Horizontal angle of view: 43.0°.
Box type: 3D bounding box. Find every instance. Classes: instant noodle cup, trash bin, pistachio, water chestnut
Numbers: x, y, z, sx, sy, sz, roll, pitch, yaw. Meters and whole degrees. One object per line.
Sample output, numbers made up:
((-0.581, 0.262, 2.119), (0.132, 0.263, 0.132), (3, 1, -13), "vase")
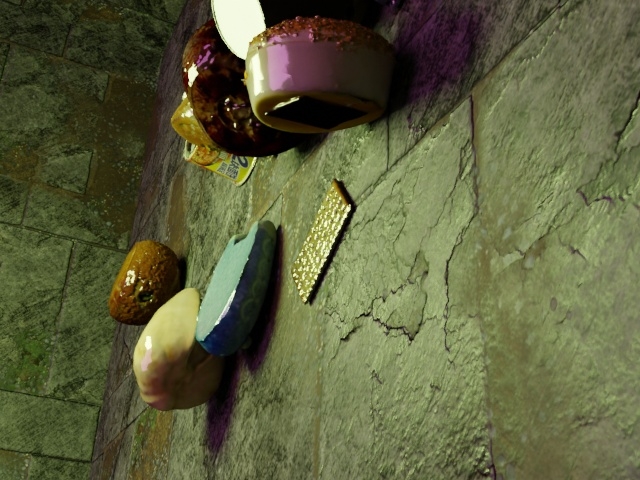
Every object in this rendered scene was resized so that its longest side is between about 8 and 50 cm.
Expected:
((-0.277, -0.277, 2.273), (0.213, 0.174, 0.213), (-48, 34, 48), "instant noodle cup")
((-0.037, -0.494, 1.648), (0.214, 0.333, 0.214), (36, 142, 34), "trash bin")
((-0.338, 0.270, 1.997), (0.238, 0.229, 0.321), (-21, 38, 38), "pistachio")
((-0.140, -0.358, 1.854), (0.302, 0.350, 0.350), (-54, 4, -40), "water chestnut")

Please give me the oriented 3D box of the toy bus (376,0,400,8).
((0.150, -0.494, 1.499), (0.167, 0.073, 0.076), (-11, 58, 62), "toy bus")

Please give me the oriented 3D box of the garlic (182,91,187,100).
((-0.326, -0.400, 2.474), (0.127, 0.194, 0.131), (-150, 70, -78), "garlic")

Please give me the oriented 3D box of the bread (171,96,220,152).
((-0.246, -0.355, 2.091), (0.246, 0.176, 0.195), (-60, 19, -17), "bread")

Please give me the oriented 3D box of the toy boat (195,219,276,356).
((-0.177, 0.119, 1.895), (0.215, 0.123, 0.330), (-27, 40, 52), "toy boat")

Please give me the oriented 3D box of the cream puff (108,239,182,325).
((-0.564, 0.143, 2.671), (0.303, 0.212, 0.303), (-59, 17, 32), "cream puff")

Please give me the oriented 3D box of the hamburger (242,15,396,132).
((-0.004, -0.309, 1.485), (0.294, 0.276, 0.179), (-12, 76, 54), "hamburger")

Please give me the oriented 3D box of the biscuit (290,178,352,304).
((0.000, 0.000, 1.617), (0.231, 0.016, 0.139), (-66, 24, 22), "biscuit")
